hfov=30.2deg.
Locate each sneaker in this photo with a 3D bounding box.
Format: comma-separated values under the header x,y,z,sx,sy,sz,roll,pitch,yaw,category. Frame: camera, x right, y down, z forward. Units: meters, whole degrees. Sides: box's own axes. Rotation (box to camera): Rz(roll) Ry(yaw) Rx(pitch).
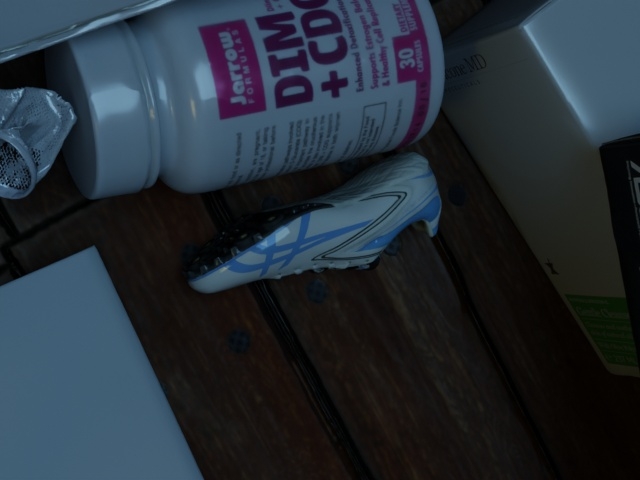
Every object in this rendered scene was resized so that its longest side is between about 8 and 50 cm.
x,y,z,sx,sy,sz,roll,pitch,yaw,category
0.000,0.000,0.996,0.237,0.085,0.086,-22,104,-19,sneaker

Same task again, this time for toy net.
x,y,z,sx,sy,sz,roll,pitch,yaw,category
-0.273,-0.026,0.847,0.232,0.045,0.122,-27,94,9,toy net

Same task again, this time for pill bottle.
x,y,z,sx,sy,sz,roll,pitch,yaw,category
-0.060,-0.126,0.931,0.283,0.160,0.160,-15,94,-23,pill bottle

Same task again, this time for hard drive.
x,y,z,sx,sy,sz,roll,pitch,yaw,category
-0.194,0.208,0.878,0.233,0.047,0.353,-26,93,-37,hard drive

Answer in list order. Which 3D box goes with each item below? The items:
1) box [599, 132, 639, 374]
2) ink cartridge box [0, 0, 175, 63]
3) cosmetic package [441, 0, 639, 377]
x,y,z,sx,sy,sz,roll,pitch,yaw,category
0.403,0.082,0.948,0.318,0.097,0.395,-13,95,-26,box
-0.188,-0.353,0.789,0.285,0.166,0.395,-20,116,-6,ink cartridge box
0.269,-0.061,1.051,0.155,0.197,0.366,-39,102,-18,cosmetic package
